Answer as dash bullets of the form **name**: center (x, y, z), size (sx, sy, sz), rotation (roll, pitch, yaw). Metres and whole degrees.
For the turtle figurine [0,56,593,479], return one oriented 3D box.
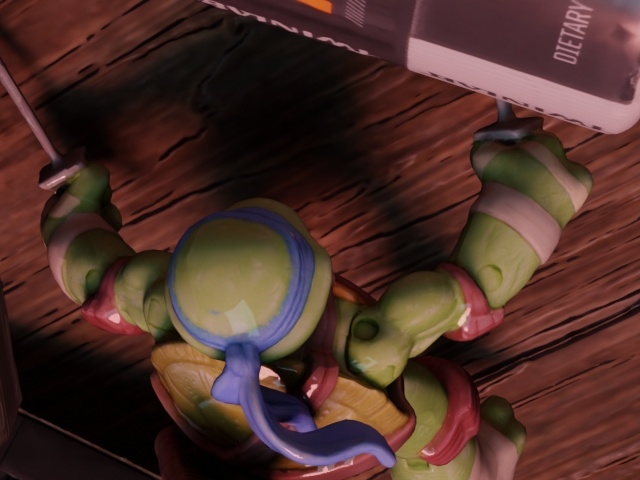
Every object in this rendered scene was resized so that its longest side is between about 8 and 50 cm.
- **turtle figurine**: center (0.000, 0.000, 0.728), size (0.197, 0.275, 0.266), rotation (-25, 151, -3)

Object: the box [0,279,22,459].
- **box**: center (-0.320, -0.053, 0.612), size (0.394, 0.097, 0.318), rotation (-5, 110, 2)

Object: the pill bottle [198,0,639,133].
- **pill bottle**: center (-0.001, -0.129, 0.573), size (0.245, 0.130, 0.130), rotation (18, 133, 6)

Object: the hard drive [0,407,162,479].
- **hard drive**: center (-0.208, 0.186, 0.897), size (0.236, 0.064, 0.339), rotation (26, 135, -6)
